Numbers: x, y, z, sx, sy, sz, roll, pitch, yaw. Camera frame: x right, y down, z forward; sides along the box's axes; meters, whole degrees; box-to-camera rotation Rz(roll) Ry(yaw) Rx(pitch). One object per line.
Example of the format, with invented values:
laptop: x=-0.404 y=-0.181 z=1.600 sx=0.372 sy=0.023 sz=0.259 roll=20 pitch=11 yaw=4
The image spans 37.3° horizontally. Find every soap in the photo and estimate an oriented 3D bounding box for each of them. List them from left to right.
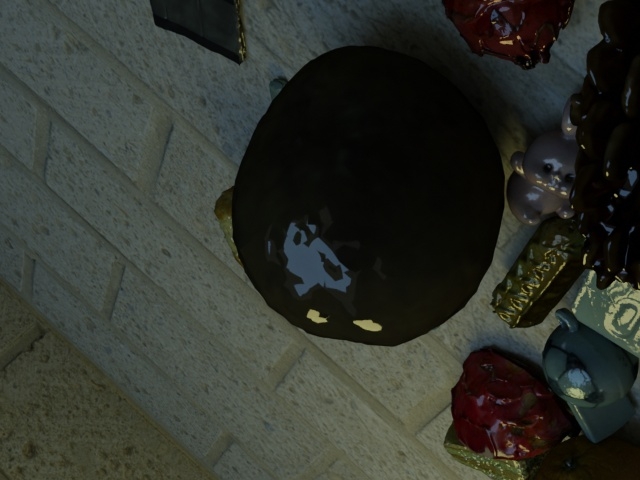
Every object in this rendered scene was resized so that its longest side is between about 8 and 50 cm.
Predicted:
soap: x=0.528 y=0.115 z=1.395 sx=0.290 sy=0.095 sz=0.172 roll=32 pitch=146 yaw=18

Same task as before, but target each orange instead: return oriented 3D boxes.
orange: x=0.495 y=0.469 z=1.680 sx=0.264 sy=0.264 sz=0.264 roll=29 pitch=144 yaw=23

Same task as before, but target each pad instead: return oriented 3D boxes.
pad: x=-0.229 y=-0.422 z=1.707 sx=0.233 sy=0.022 sz=0.174 roll=28 pitch=145 yaw=27

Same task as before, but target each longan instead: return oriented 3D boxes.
longan: x=0.075 y=-0.055 z=1.418 sx=0.404 sy=0.435 sz=0.404 roll=12 pitch=152 yaw=6

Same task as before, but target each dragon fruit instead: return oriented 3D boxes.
dragon fruit: x=0.340 y=0.317 z=1.786 sx=0.262 sy=0.189 sz=0.163 roll=15 pitch=164 yaw=43
dragon fruit: x=0.229 y=-0.317 z=1.182 sx=0.172 sy=0.172 sz=0.209 roll=8 pitch=141 yaw=43

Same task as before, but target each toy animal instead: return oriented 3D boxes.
toy animal: x=0.335 y=-0.111 z=1.339 sx=0.124 sy=0.124 sz=0.212 roll=37 pitch=150 yaw=12

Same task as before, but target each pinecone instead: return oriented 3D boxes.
pinecone: x=0.444 y=-0.105 z=1.007 sx=0.398 sy=0.398 sz=0.397 roll=29 pitch=144 yaw=23

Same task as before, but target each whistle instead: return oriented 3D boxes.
whistle: x=0.453 y=0.223 z=1.548 sx=0.163 sy=0.163 sz=0.289 roll=-6 pitch=123 yaw=51

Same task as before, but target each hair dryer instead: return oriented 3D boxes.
hair dryer: x=0.456 y=0.332 z=1.788 sx=0.083 sy=0.026 sz=0.047 roll=37 pitch=145 yaw=26

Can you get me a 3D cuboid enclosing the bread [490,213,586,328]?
bread: x=0.358 y=0.049 z=1.518 sx=0.098 sy=0.087 sz=0.269 roll=38 pitch=147 yaw=12

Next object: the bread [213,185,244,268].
bread: x=0.000 y=0.000 z=1.788 sx=0.375 sy=0.165 sz=0.236 roll=11 pitch=137 yaw=39

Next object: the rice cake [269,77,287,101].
rice cake: x=-0.065 y=-0.221 z=1.739 sx=0.033 sy=0.029 sz=0.170 roll=20 pitch=140 yaw=28

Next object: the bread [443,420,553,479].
bread: x=0.353 y=0.399 z=1.869 sx=0.196 sy=0.138 sz=0.102 roll=11 pitch=130 yaw=39

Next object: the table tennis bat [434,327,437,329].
table tennis bat: x=0.137 y=0.104 z=1.875 sx=0.237 sy=0.038 sz=0.149 roll=21 pitch=143 yaw=26
